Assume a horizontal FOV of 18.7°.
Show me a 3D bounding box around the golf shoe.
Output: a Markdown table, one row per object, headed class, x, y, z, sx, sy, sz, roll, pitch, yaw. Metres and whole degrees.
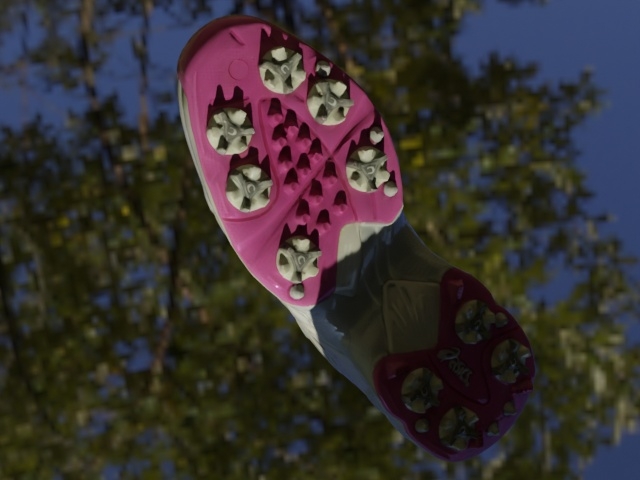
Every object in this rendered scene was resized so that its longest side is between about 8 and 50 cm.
| class | x | y | z | sx | sy | sz | roll | pitch | yaw |
| --- | --- | --- | --- | --- | --- | --- | --- | --- | --- |
| golf shoe | 0.000 | 0.000 | 1.130 | 0.115 | 0.306 | 0.140 | -40 | -156 | -15 |
